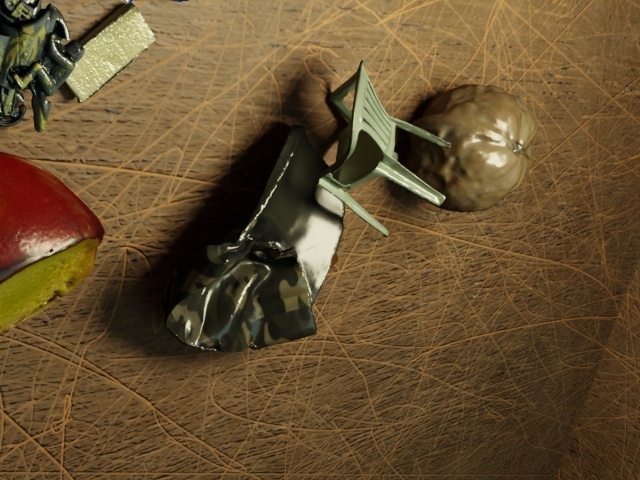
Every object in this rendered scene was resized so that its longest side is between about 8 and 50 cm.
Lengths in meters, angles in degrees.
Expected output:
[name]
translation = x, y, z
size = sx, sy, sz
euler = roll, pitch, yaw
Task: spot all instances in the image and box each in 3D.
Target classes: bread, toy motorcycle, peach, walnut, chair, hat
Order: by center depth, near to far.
[peach]
translation = -0.421, 0.003, 1.116
size = 0.274, 0.248, 0.245
euler = -22, 101, -36
[toy motorcycle]
translation = -0.376, -0.239, 1.146
size = 0.124, 0.061, 0.193
euler = 2, 105, -30
[bread]
translation = -0.305, -0.267, 1.233
size = 0.154, 0.028, 0.068
euler = -46, 138, -14
[hat]
translation = -0.117, -0.003, 1.522
size = 0.366, 0.257, 0.382
euler = 56, 33, -55
[chair]
translation = 0.096, -0.169, 1.532
size = 0.274, 0.190, 0.203
euler = 30, 54, -34
[walnut]
translation = 0.291, -0.182, 1.717
size = 0.227, 0.273, 0.273
euler = -6, 118, -37

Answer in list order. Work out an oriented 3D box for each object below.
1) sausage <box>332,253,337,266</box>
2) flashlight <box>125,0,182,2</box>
[sausage]
translation = 0.000, 0.000, 1.695
size = 0.041, 0.039, 0.131
euler = -40, 137, -18
[flashlight]
translation = -0.238, -0.361, 1.242
size = 0.121, 0.035, 0.057
euler = -6, 92, -48
